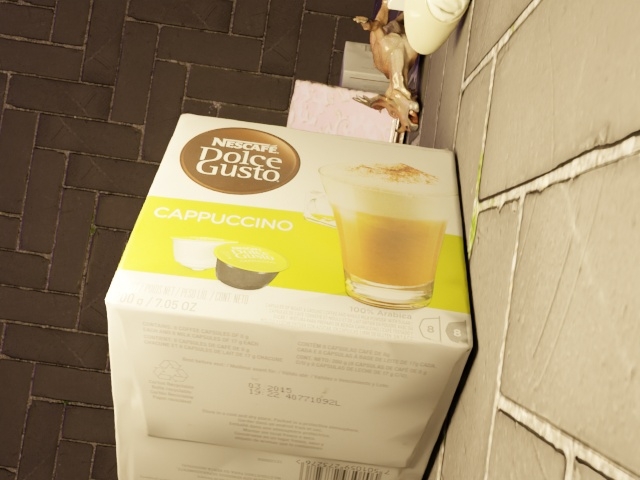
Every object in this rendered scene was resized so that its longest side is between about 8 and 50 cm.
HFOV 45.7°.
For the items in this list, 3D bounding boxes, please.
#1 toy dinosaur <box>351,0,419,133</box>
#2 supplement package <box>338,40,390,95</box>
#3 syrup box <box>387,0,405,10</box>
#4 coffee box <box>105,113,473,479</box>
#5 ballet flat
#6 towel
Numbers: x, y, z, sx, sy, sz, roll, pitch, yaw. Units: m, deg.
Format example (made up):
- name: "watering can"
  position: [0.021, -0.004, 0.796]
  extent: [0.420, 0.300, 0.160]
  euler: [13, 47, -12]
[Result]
- name: "toy dinosaur"
  position: [0.132, -0.337, 1.394]
  extent: [0.295, 0.127, 0.200]
  euler: [-74, -12, -52]
- name: "supplement package"
  position: [0.110, -0.353, 1.911]
  extent: [0.244, 0.139, 0.133]
  euler: [100, 176, -46]
- name: "syrup box"
  position: [0.159, -0.450, 1.247]
  extent: [0.236, 0.096, 0.093]
  euler: [-85, 3, -58]
- name: "coffee box"
  position: [-0.035, 0.092, 0.899]
  extent: [0.334, 0.338, 0.338]
  euler: [-83, 1, -49]
- name: "ballet flat"
  position: [0.164, -0.353, 0.947]
  extent: [0.086, 0.086, 0.248]
  euler: [-85, 4, -71]
- name: "towel"
  position: [0.038, -0.164, 1.597]
  extent: [0.332, 0.053, 0.316]
  euler: [24, 109, 45]
